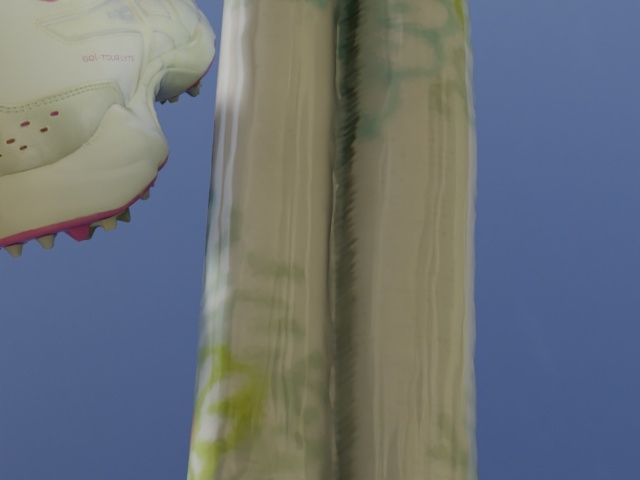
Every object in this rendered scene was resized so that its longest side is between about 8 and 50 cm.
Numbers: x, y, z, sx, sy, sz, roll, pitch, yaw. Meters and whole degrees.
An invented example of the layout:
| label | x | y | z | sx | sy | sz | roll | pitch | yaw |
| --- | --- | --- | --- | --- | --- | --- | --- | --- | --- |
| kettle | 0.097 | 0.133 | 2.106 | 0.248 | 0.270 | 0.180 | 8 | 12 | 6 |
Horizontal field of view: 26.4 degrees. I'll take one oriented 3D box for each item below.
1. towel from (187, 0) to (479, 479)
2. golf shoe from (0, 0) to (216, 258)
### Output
| label | x | y | z | sx | sy | sz | roll | pitch | yaw |
| --- | --- | --- | --- | --- | --- | --- | --- | --- | --- |
| towel | 0.000 | 0.000 | 0.529 | 0.090 | 0.320 | 0.375 | 4 | -117 | -5 |
| golf shoe | -0.126 | -0.111 | 0.672 | 0.306 | 0.115 | 0.140 | -91 | -19 | -64 |
